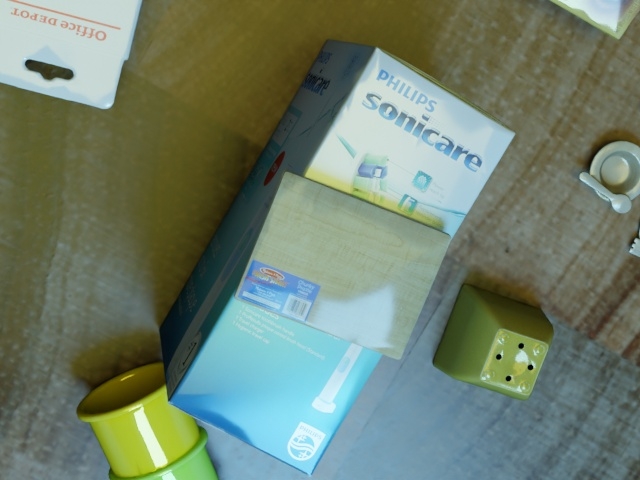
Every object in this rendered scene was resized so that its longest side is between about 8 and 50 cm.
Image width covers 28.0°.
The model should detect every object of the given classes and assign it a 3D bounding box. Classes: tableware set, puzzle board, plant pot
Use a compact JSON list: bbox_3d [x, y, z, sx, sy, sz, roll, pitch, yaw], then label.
[{"bbox_3d":[0.318,-0.064,1.142,0.141,0.020,0.168,39,93,-13],"label":"tableware set"},{"bbox_3d":[0.016,0.018,0.896,0.128,0.011,0.096,21,97,-11],"label":"puzzle board"},{"bbox_3d":[0.156,0.095,1.115,0.081,0.083,0.081,19,98,-12],"label":"plant pot"}]

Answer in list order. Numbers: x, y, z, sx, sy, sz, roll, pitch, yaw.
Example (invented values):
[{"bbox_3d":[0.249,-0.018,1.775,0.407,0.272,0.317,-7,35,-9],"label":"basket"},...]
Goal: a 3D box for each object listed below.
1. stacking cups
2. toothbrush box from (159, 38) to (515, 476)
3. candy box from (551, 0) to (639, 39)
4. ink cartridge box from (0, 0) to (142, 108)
[{"bbox_3d":[-0.106,0.265,1.099,0.096,0.096,0.316,-22,102,-4],"label":"stacking cups"},{"bbox_3d":[0.000,0.000,1.006,0.126,0.216,0.295,30,95,-13],"label":"toothbrush box"},{"bbox_3d":[0.197,-0.259,1.054,0.187,0.053,0.109,27,118,-11],"label":"candy box"},{"bbox_3d":[-0.194,-0.213,1.013,0.115,0.067,0.198,14,96,-11],"label":"ink cartridge box"}]
